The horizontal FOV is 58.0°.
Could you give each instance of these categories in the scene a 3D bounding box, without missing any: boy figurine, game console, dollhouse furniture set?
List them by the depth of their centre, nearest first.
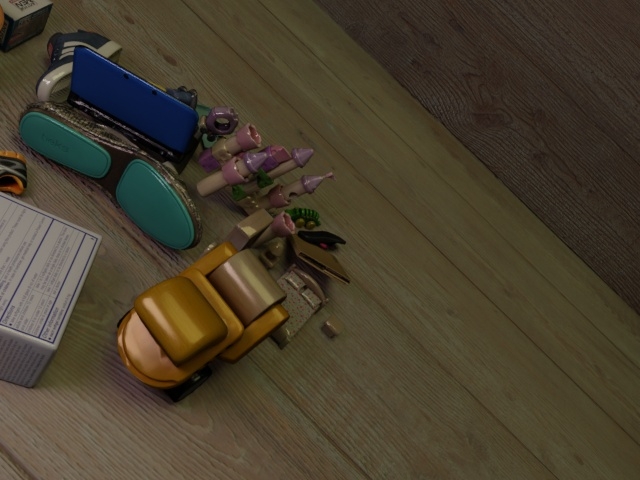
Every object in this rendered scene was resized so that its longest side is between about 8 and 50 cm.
[{"bbox_3d":[-0.416,-0.329,1.358,0.293,0.173,0.250,30,23,-10],"label":"game console"},{"bbox_3d":[-0.095,0.122,1.363,0.355,0.174,0.303,45,36,3],"label":"dollhouse furniture set"},{"bbox_3d":[-0.475,-0.393,1.577,0.177,0.092,0.285,25,23,38],"label":"boy figurine"}]

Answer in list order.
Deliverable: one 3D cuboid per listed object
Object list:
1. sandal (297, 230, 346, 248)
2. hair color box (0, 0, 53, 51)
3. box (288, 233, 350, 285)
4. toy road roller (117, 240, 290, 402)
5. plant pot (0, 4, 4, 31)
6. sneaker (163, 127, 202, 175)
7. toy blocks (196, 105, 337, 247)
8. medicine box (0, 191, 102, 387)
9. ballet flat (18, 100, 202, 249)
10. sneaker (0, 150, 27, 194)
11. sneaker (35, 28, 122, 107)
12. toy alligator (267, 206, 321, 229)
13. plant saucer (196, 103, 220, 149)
[{"bbox_3d":[0.000,0.000,1.690,0.179,0.040,0.067,5,21,-44],"label":"sandal"},{"bbox_3d":[-0.882,-0.641,1.442,0.347,0.105,0.174,34,36,-12],"label":"hair color box"},{"bbox_3d":[-0.009,0.044,1.578,0.164,0.021,0.201,31,9,-18],"label":"box"},{"bbox_3d":[-0.221,0.140,1.095,0.329,0.240,0.202,-37,80,-20],"label":"toy road roller"},{"bbox_3d":[-0.833,-0.430,1.187,0.291,0.203,0.291,25,40,-23],"label":"plant pot"},{"bbox_3d":[-0.404,-0.252,1.544,0.118,0.083,0.222,25,35,-8],"label":"sneaker"},{"bbox_3d":[-0.138,-0.202,1.506,0.288,0.260,0.309,49,23,-42],"label":"toy blocks"},{"bbox_3d":[-0.565,0.065,0.983,0.289,0.149,0.263,26,39,-22],"label":"medicine box"},{"bbox_3d":[-0.452,-0.171,1.345,0.483,0.164,0.182,35,26,-6],"label":"ballet flat"},{"bbox_3d":[-0.682,-0.135,1.137,0.215,0.084,0.083,-5,62,-48],"label":"sneaker"},{"bbox_3d":[-0.649,-0.448,1.468,0.148,0.131,0.350,29,31,-8],"label":"sneaker"},{"bbox_3d":[-0.065,-0.077,1.701,0.189,0.051,0.056,12,45,-36],"label":"toy alligator"},{"bbox_3d":[-0.340,-0.336,1.733,0.067,0.018,0.192,8,47,-39],"label":"plant saucer"}]
